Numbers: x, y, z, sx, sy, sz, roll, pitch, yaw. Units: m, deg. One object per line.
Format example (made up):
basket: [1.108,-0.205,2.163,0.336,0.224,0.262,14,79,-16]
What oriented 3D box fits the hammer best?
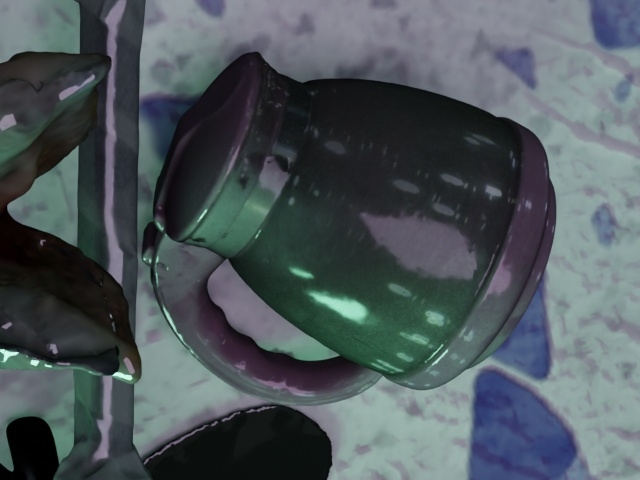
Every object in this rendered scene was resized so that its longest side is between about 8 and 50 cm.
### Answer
hammer: [-0.069,-0.073,0.560,0.044,0.152,0.426,-3,100,-43]

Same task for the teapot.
teapot: [0.003,-0.009,0.626,0.146,0.148,0.116,24,60,-17]

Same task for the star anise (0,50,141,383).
star anise: [-0.159,0.005,0.530,0.236,0.093,0.229,-18,95,18]

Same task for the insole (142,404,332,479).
insole: [-0.094,0.167,0.679,0.253,0.005,0.086,-46,114,-5]
